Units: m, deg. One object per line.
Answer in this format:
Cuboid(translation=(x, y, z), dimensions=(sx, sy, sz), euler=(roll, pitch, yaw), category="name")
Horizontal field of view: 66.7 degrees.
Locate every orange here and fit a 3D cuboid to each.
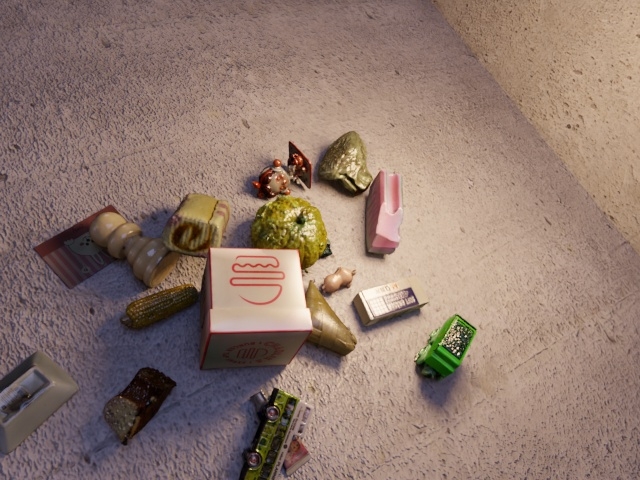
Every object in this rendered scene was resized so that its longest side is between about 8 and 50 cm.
Cuboid(translation=(-0.109, -0.036, 1.832), dimensions=(0.300, 0.223, 0.301), euler=(21, 58, -6), category="orange")

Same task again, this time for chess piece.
Cuboid(translation=(-0.649, 0.017, 1.661), dimensions=(0.300, 0.167, 0.167), euler=(31, 54, 6), category="chess piece")

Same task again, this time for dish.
Cuboid(translation=(-0.842, 0.440, 1.368), dimensions=(0.182, 0.080, 0.243), euler=(39, 56, 6), category="dish")

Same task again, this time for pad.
Cuboid(translation=(-0.795, 0.013, 1.690), dimensions=(0.202, 0.005, 0.300), euler=(44, 56, 10), category="pad")

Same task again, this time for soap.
Cuboid(translation=(0.265, -0.108, 2.033), dimensions=(0.109, 0.193, 0.323), euler=(10, 58, -12), category="soap")

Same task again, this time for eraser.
Cuboid(translation=(0.275, 0.233, 1.894), dimensions=(0.279, 0.081, 0.124), euler=(-12, 64, -26), category="eraser")

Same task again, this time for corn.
Cuboid(translation=(-0.529, 0.215, 1.607), dimensions=(0.262, 0.097, 0.097), euler=(-22, 69, -33), category="corn")

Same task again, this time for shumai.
Cuboid(translation=(0.131, -0.329, 2.135), dimensions=(0.222, 0.225, 0.260), euler=(32, 61, -31), category="shumai")

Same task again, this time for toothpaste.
Cuboid(translation=(-0.133, 0.600, 1.547), dimensions=(0.096, 0.061, 0.266), euler=(-27, 78, -30), category="toothpaste")

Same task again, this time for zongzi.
Cuboid(translation=(0.031, 0.278, 1.774), dimensions=(0.228, 0.115, 0.256), euler=(24, 44, -9), category="zongzi")

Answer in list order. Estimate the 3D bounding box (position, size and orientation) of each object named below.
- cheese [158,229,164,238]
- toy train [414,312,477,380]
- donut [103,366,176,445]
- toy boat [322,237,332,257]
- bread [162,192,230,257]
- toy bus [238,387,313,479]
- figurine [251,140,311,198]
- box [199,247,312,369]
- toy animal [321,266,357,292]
Cuboid(translation=(-0.530, 0.005, 1.778), dimensions=(0.121, 0.026, 0.067), euler=(23, 54, -5), category="cheese")
Cuboid(translation=(0.463, 0.398, 1.798), dimensions=(0.132, 0.188, 0.243), euler=(38, 56, 6), category="toy train")
Cuboid(translation=(-0.538, 0.480, 1.439), dimensions=(0.126, 0.144, 0.186), euler=(35, 85, 11), category="donut")
Cuboid(translation=(0.000, 0.000, 1.956), dimensions=(0.055, 0.060, 0.141), euler=(5, 50, -45), category="toy boat")
Cuboid(translation=(-0.420, -0.054, 1.687), dimensions=(0.187, 0.155, 0.338), euler=(14, 16, -10), category="bread")
Cuboid(translation=(-0.140, 0.607, 1.462), dimensions=(0.139, 0.113, 0.301), euler=(25, 71, -9), category="toy bus")
Cuboid(translation=(-0.174, -0.260, 1.994), dimensions=(0.226, 0.183, 0.160), euler=(-32, 65, -19), category="figurine")
Cuboid(translation=(-0.228, 0.223, 1.580), dimensions=(0.312, 0.314, 0.300), euler=(1, 57, -19), category="box")
Cuboid(translation=(0.068, 0.155, 1.872), dimensions=(0.150, 0.083, 0.089), euler=(-25, 84, -18), category="toy animal")
